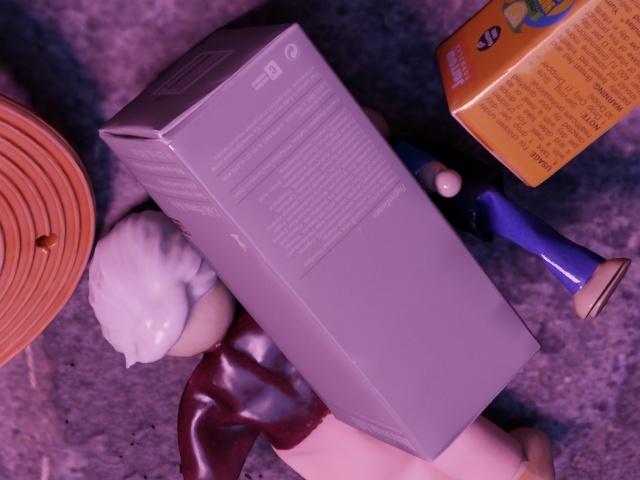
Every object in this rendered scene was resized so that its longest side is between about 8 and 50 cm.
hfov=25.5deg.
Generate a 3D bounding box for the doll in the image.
[{"bbox_3d":[0.085,-0.024,0.812,0.189,0.129,0.046,34,99,16],"label":"doll"}]

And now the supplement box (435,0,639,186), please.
[{"bbox_3d":[0.173,-0.137,0.771,0.080,0.078,0.233,36,114,-26],"label":"supplement box"}]

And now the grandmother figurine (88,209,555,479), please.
[{"bbox_3d":[-0.010,0.101,0.918,0.342,0.104,0.208,38,87,-24],"label":"grandmother figurine"}]

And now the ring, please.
[{"bbox_3d":[-0.291,0.020,0.795,0.336,0.032,0.336,-19,147,-13],"label":"ring"}]

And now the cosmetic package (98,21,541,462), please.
[{"bbox_3d":[0.000,0.000,0.785,0.107,0.127,0.238,-42,109,-16],"label":"cosmetic package"}]
